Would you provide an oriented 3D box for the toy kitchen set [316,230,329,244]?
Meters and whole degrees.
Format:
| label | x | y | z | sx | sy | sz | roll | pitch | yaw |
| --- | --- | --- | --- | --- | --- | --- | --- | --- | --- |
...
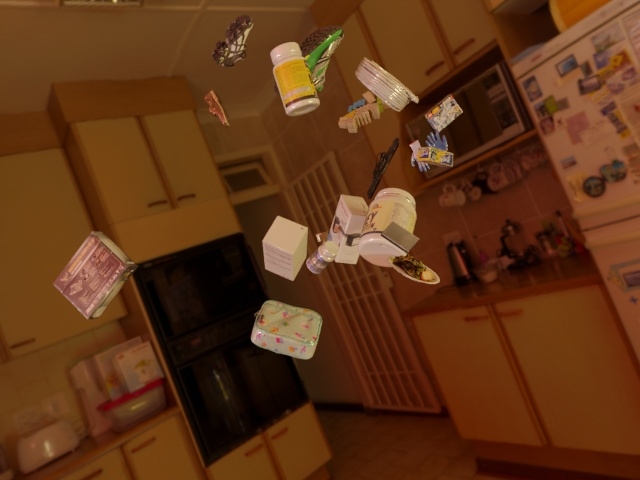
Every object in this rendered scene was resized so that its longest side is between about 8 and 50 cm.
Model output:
| label | x | y | z | sx | sy | sz | roll | pitch | yaw |
| --- | --- | --- | --- | --- | --- | --- | --- | --- | --- |
| toy kitchen set | 0.000 | 0.000 | 2.444 | 0.075 | 0.068 | 0.083 | -14 | 6 | 39 |

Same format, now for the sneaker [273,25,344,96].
| label | x | y | z | sx | sy | sz | roll | pitch | yaw |
| --- | --- | --- | --- | --- | --- | --- | --- | --- | --- |
| sneaker | -0.027 | -0.659 | 1.746 | 0.344 | 0.134 | 0.146 | -51 | -49 | 4 |

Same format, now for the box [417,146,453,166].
| label | x | y | z | sx | sy | sz | roll | pitch | yaw |
| --- | --- | --- | --- | --- | --- | --- | --- | --- | --- |
| box | 0.455 | -0.328 | 1.827 | 0.168 | 0.054 | 0.059 | 2 | 4 | -43 |

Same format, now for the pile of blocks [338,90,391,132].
| label | x | y | z | sx | sy | sz | roll | pitch | yaw |
| --- | --- | --- | --- | --- | --- | --- | --- | --- | --- |
| pile of blocks | 0.259 | -0.701 | 2.499 | 0.362 | 0.149 | 0.113 | -28 | -30 | 3 |

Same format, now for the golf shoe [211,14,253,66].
| label | x | y | z | sx | sy | sz | roll | pitch | yaw |
| --- | --- | --- | --- | --- | --- | --- | --- | --- | --- |
| golf shoe | -0.276 | -0.663 | 1.550 | 0.198 | 0.077 | 0.093 | -36 | -29 | 31 |

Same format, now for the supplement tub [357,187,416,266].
| label | x | y | z | sx | sy | sz | roll | pitch | yaw |
| --- | --- | --- | --- | --- | --- | --- | --- | --- | --- |
| supplement tub | 0.323 | -0.064 | 2.196 | 0.235 | 0.235 | 0.325 | -25 | 37 | 48 |

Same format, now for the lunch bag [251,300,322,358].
| label | x | y | z | sx | sy | sz | roll | pitch | yaw |
| --- | --- | --- | --- | --- | --- | --- | --- | --- | --- |
| lunch bag | -0.139 | 0.356 | 1.911 | 0.279 | 0.108 | 0.224 | 17 | 32 | 2 |

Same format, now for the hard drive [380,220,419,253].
| label | x | y | z | sx | sy | sz | roll | pitch | yaw |
| --- | --- | --- | --- | --- | --- | --- | --- | --- | --- |
| hard drive | 0.326 | -0.013 | 1.905 | 0.094 | 0.135 | 0.022 | -42 | -21 | -35 |

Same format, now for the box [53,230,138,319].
| label | x | y | z | sx | sy | sz | roll | pitch | yaw |
| --- | --- | --- | --- | --- | --- | --- | --- | --- | --- |
| box | -0.744 | 0.114 | 1.529 | 0.231 | 0.183 | 0.056 | -52 | -12 | 5 |

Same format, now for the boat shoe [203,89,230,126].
| label | x | y | z | sx | sy | sz | roll | pitch | yaw |
| --- | --- | --- | --- | --- | --- | --- | --- | --- | --- |
| boat shoe | -0.431 | -0.543 | 1.936 | 0.060 | 0.178 | 0.064 | -29 | -13 | 5 |

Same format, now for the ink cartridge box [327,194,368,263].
| label | x | y | z | sx | sy | sz | roll | pitch | yaw |
| --- | --- | --- | --- | --- | --- | --- | --- | --- | --- |
| ink cartridge box | 0.153 | -0.062 | 2.516 | 0.129 | 0.308 | 0.223 | 6 | 31 | -17 |

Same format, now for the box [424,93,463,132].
| label | x | y | z | sx | sy | sz | roll | pitch | yaw |
| --- | --- | --- | --- | --- | --- | --- | --- | --- | --- |
| box | 0.515 | -0.531 | 1.941 | 0.137 | 0.094 | 0.027 | -40 | 12 | -1 |

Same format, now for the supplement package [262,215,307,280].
| label | x | y | z | sx | sy | sz | roll | pitch | yaw |
| --- | --- | --- | --- | --- | --- | --- | --- | --- | --- |
| supplement package | -0.108 | 0.027 | 1.437 | 0.179 | 0.105 | 0.105 | 96 | -161 | -58 |

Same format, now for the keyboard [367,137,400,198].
| label | x | y | z | sx | sy | sz | roll | pitch | yaw |
| --- | --- | --- | --- | --- | --- | --- | --- | --- | --- |
| keyboard | 0.174 | -0.219 | 1.344 | 0.192 | 0.038 | 0.100 | -63 | -9 | -8 |

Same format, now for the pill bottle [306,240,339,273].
| label | x | y | z | sx | sy | sz | roll | pitch | yaw |
| --- | --- | --- | --- | --- | --- | --- | --- | --- | --- |
| pill bottle | 0.010 | 0.064 | 1.805 | 0.078 | 0.078 | 0.137 | -20 | -20 | -45 |

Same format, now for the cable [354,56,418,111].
| label | x | y | z | sx | sy | sz | roll | pitch | yaw |
| --- | --- | --- | --- | --- | --- | --- | --- | --- | --- |
| cable | 0.254 | -0.629 | 1.866 | 0.257 | 0.257 | 0.089 | 24 | -63 | -31 |

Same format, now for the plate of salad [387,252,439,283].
| label | x | y | z | sx | sy | sz | roll | pitch | yaw |
| --- | --- | --- | --- | --- | --- | --- | --- | --- | --- |
| plate of salad | 0.337 | 0.095 | 1.662 | 0.200 | 0.199 | 0.048 | -18 | -48 | -59 |

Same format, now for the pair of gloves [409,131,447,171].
| label | x | y | z | sx | sy | sz | roll | pitch | yaw |
| --- | --- | --- | --- | --- | --- | --- | --- | --- | --- |
| pair of gloves | 0.518 | -0.424 | 2.215 | 0.198 | 0.159 | 0.023 | -25 | -5 | 6 |

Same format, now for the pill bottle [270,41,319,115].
| label | x | y | z | sx | sy | sz | roll | pitch | yaw |
| --- | --- | --- | --- | --- | --- | --- | --- | --- | --- |
| pill bottle | -0.087 | -0.528 | 1.524 | 0.119 | 0.209 | 0.119 | -18 | 2 | 1 |
